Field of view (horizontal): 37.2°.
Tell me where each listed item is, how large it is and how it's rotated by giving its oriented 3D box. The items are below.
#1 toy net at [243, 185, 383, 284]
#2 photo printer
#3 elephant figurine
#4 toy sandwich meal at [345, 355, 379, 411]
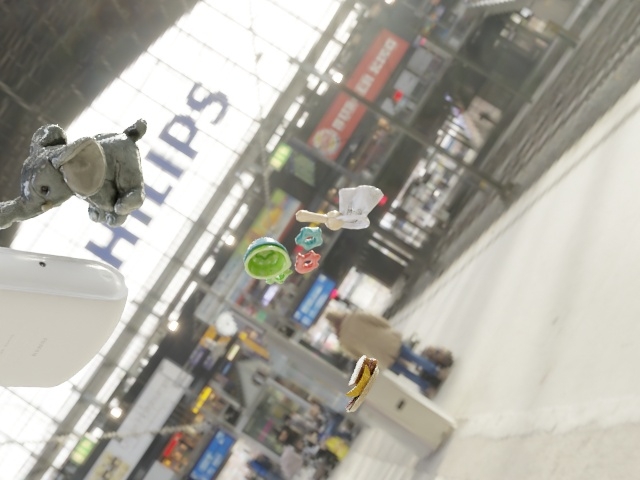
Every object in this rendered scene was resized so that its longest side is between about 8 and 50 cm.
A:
[{"bbox_3d":[0.000,0.000,1.440,0.232,0.122,0.045,-27,43,11],"label":"toy net"},{"bbox_3d":[-0.474,0.129,1.516,0.307,0.107,0.256,11,-51,-43],"label":"photo printer"},{"bbox_3d":[-0.408,-0.112,1.543,0.169,0.186,0.239,-27,-25,30],"label":"elephant figurine"},{"bbox_3d":[0.053,0.200,1.328,0.086,0.029,0.085,-57,-1,-1],"label":"toy sandwich meal"}]
